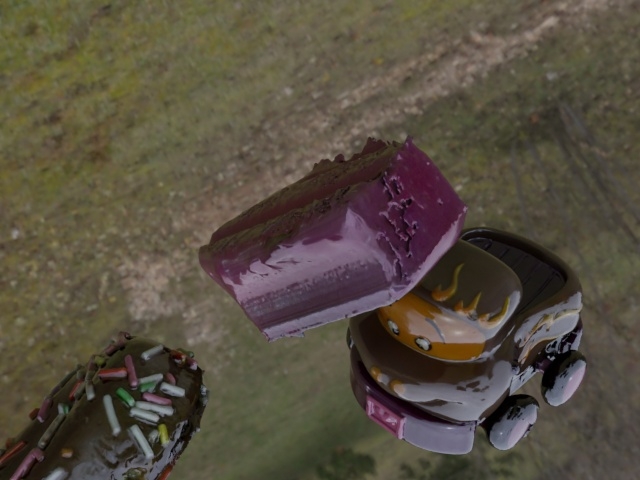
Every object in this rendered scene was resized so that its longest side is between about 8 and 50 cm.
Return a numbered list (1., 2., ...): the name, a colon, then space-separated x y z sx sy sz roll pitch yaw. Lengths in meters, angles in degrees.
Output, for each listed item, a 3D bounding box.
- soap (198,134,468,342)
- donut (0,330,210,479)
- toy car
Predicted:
1. soap: 0.000 0.000 1.116 0.325 0.127 0.220 -18 -162 47
2. donut: -0.205 0.188 0.874 0.269 0.103 0.269 -46 -170 10
3. toy car: 0.187 0.088 1.305 0.341 0.271 0.240 -33 141 -36
